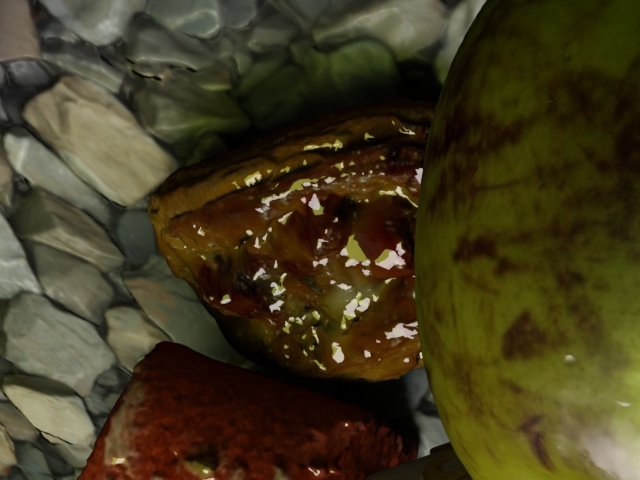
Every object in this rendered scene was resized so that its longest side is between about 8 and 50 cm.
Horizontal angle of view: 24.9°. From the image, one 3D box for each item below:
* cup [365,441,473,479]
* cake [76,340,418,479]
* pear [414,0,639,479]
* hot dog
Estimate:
[{"bbox_3d":[0.156,0.167,0.803,0.226,0.241,0.185,-27,93,11],"label":"cup"},{"bbox_3d":[-0.044,0.175,0.887,0.151,0.177,0.283,17,170,14],"label":"cake"},{"bbox_3d":[0.164,0.000,0.568,0.284,0.283,0.283,16,138,15],"label":"pear"},{"bbox_3d":[0.002,0.000,0.797,0.227,0.099,0.160,-24,117,40],"label":"hot dog"}]
